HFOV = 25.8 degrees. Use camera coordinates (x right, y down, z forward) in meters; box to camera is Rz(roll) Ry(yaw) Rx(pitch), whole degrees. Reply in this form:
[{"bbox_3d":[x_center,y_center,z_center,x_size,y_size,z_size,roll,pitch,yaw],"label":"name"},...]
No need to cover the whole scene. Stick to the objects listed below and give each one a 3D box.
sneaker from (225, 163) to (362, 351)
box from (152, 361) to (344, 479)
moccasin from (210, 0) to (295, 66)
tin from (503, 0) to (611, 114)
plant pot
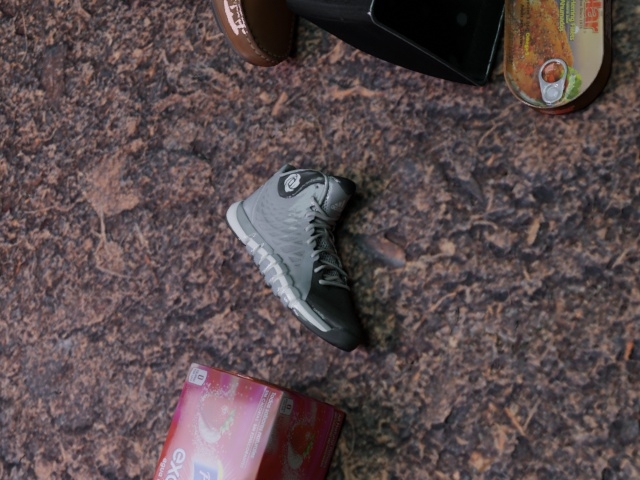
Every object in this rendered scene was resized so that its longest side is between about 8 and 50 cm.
[{"bbox_3d":[0.000,0.000,1.454,0.132,0.086,0.228,-46,56,9],"label":"sneaker"},{"bbox_3d":[-0.089,0.265,1.397,0.122,0.128,0.257,14,82,34],"label":"box"},{"bbox_3d":[-0.034,-0.382,1.559,0.147,0.139,0.380,5,78,35],"label":"moccasin"},{"bbox_3d":[0.240,-0.217,1.402,0.106,0.040,0.189,-6,72,34],"label":"tin"},{"bbox_3d":[0.076,-0.276,1.444,0.167,0.187,0.188,6,78,46],"label":"plant pot"}]
